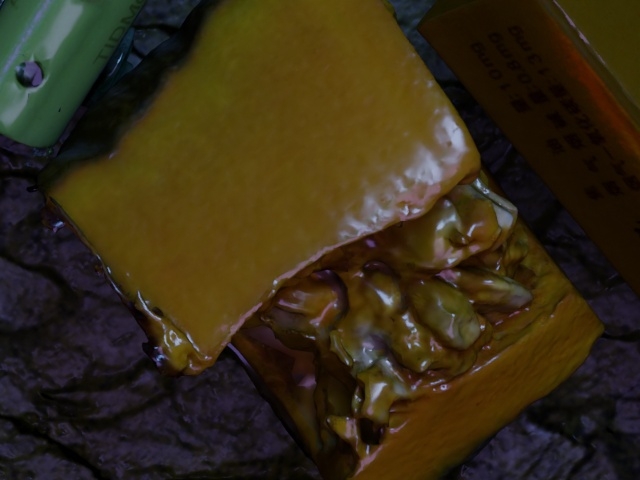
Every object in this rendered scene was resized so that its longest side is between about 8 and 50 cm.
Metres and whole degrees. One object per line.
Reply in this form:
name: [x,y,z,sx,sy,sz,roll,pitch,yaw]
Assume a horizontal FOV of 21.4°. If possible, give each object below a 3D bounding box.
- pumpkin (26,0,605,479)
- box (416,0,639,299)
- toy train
pumpkin: [0.000,0.000,0.982,0.225,0.256,0.303,-35,133,1]
box: [0.278,-0.062,0.991,0.415,0.116,0.264,47,62,-18]
toy train: [-0.122,-0.163,0.965,0.105,0.157,0.253,32,103,-13]
